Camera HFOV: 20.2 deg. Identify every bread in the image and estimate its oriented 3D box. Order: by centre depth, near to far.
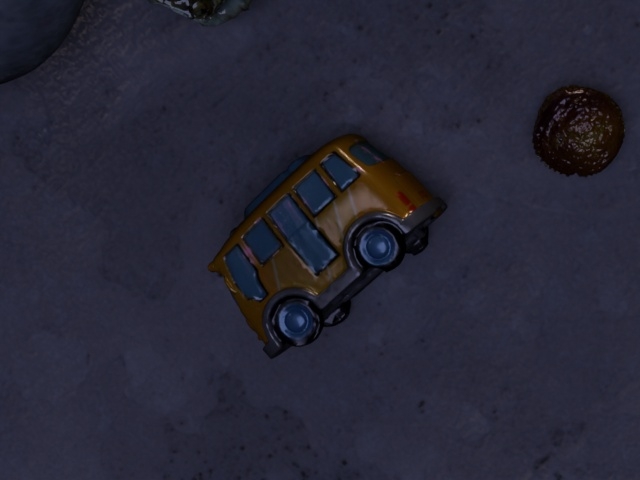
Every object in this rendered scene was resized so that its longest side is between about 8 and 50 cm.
[{"bbox_3d":[0.230,-0.097,1.609,0.085,0.053,0.085,2,104,10],"label":"bread"}]

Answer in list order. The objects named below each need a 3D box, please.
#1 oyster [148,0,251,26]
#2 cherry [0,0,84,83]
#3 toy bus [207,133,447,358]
[{"bbox_3d":[-0.089,-0.328,1.575,0.198,0.112,0.267,29,103,-1],"label":"oyster"},{"bbox_3d":[-0.323,-0.274,1.582,0.255,0.218,0.296,-9,116,8],"label":"cherry"},{"bbox_3d":[0.000,0.000,1.641,0.209,0.126,0.136,-43,85,17],"label":"toy bus"}]
